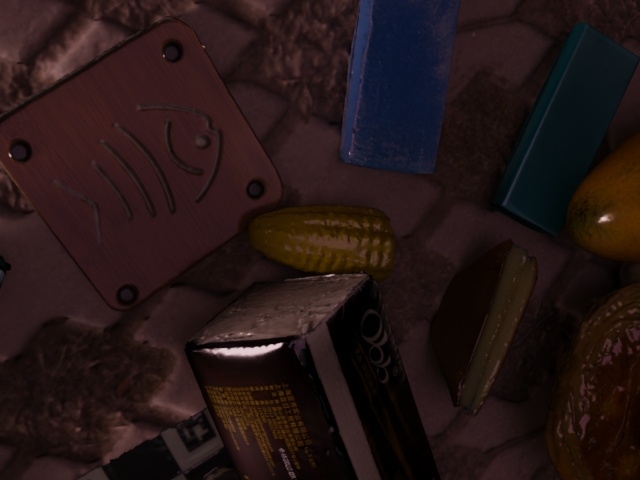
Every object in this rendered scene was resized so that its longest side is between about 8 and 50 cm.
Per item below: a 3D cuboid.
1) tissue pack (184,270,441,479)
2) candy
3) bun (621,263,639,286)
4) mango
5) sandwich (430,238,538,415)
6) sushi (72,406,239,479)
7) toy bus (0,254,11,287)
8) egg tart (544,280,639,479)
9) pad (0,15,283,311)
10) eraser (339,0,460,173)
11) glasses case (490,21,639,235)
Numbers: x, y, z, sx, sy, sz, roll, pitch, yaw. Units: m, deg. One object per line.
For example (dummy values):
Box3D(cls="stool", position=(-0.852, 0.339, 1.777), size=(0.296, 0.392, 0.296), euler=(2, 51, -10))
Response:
Box3D(cls="tissue pack", position=(0.002, 0.246, 0.933), size=(0.198, 0.209, 0.370), euler=(-43, 119, -55))
Box3D(cls="candy", position=(0.000, 0.000, 0.984), size=(0.198, 0.094, 0.106), euler=(6, 102, -17))
Box3D(cls="bun", position=(0.543, 0.068, 1.221), size=(0.115, 0.069, 0.115), euler=(-13, 108, -44))
Box3D(cls="mango", position=(0.529, -0.073, 1.077), size=(0.377, 0.263, 0.221), euler=(-18, 96, -26))
Box3D(cls="sandwich", position=(0.240, 0.124, 1.098), size=(0.094, 0.096, 0.258), euler=(24, 88, -30))
Box3D(cls="sushi", position=(-0.176, 0.412, 0.977), size=(0.372, 0.100, 0.297), euler=(-26, 108, -15))
Box3D(cls="toy bus", position=(-0.441, 0.113, 0.797), size=(0.128, 0.147, 0.256), euler=(21, 96, -24))
Box3D(cls="egg tart", position=(0.478, 0.259, 1.182), size=(0.351, 0.153, 0.339), euler=(44, 83, -22))
Box3D(cls="pad", position=(-0.218, -0.094, 0.922), size=(0.284, 0.018, 0.287), euler=(-36, 111, -13))
Box3D(cls="eraser", position=(0.113, -0.252, 1.010), size=(0.144, 0.042, 0.312), euler=(4, 98, -23))
Box3D(cls="glasses case", position=(0.365, -0.167, 1.115), size=(0.117, 0.070, 0.301), euler=(26, 91, -18))
